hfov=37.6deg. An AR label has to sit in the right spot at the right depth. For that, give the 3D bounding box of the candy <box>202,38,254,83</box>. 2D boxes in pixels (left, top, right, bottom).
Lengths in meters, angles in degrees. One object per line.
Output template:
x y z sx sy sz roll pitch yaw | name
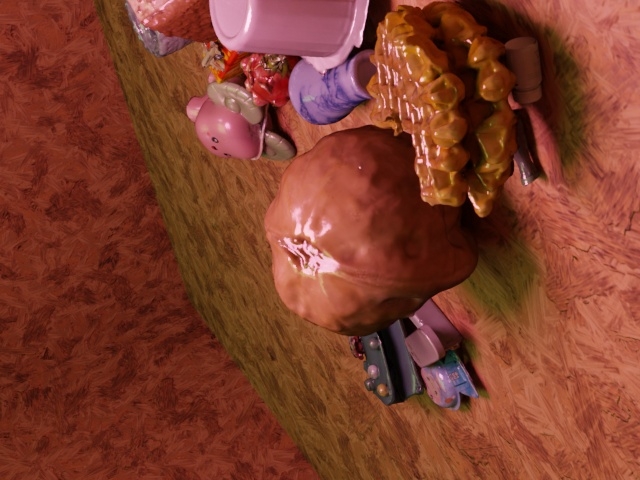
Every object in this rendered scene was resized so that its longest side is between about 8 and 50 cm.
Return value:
-0.164 -0.448 2.078 0.088 0.146 0.276 62 161 0 | candy

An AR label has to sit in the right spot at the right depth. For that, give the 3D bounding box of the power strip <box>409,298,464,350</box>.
0.208 0.139 1.974 0.253 0.060 0.027 53 159 31 | power strip

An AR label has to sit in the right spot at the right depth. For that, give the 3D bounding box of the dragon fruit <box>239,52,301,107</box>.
-0.088 -0.363 1.997 0.135 0.137 0.236 60 159 2 | dragon fruit

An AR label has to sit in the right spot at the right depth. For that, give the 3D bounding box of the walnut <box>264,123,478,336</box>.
0.087 -0.023 1.603 0.384 0.383 0.384 53 159 31 | walnut

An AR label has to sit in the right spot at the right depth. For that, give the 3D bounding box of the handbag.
0.132 0.248 2.196 0.274 0.100 0.269 170 84 -78 | handbag

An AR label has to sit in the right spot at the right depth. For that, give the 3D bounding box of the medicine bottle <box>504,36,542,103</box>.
0.280 -0.235 1.294 0.047 0.047 0.083 37 149 54 | medicine bottle

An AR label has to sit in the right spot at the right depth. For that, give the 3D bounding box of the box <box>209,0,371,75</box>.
-0.070 -0.442 1.619 0.262 0.206 0.291 -22 77 58 | box

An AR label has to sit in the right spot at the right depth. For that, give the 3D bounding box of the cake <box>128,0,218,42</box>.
-0.242 -0.563 1.799 0.282 0.255 0.290 -3 -115 -64 | cake

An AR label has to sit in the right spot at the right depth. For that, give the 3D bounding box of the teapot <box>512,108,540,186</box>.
0.294 -0.137 1.402 0.111 0.042 0.043 65 162 -13 | teapot

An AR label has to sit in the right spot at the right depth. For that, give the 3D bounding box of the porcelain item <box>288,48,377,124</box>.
0.029 -0.296 1.777 0.259 0.141 0.141 -4 111 62 | porcelain item

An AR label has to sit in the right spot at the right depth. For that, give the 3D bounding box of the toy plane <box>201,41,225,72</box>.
-0.237 -0.404 2.047 0.102 0.040 0.111 62 163 6 | toy plane

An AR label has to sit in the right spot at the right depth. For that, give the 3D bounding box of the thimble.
-0.409 -0.621 2.489 0.205 0.171 0.250 42 155 39 | thimble

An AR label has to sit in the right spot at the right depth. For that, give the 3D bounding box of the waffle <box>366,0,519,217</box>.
0.175 -0.205 1.372 0.324 0.151 0.261 -119 22 -52 | waffle

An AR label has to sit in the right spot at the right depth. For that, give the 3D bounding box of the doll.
-0.196 -0.310 2.329 0.268 0.216 0.284 15 155 39 | doll

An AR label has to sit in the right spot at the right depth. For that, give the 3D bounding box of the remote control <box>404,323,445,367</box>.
0.214 0.220 1.943 0.077 0.022 0.245 59 171 9 | remote control

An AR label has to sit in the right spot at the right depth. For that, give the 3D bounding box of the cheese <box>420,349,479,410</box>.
0.272 0.303 2.032 0.135 0.052 0.245 61 162 9 | cheese
